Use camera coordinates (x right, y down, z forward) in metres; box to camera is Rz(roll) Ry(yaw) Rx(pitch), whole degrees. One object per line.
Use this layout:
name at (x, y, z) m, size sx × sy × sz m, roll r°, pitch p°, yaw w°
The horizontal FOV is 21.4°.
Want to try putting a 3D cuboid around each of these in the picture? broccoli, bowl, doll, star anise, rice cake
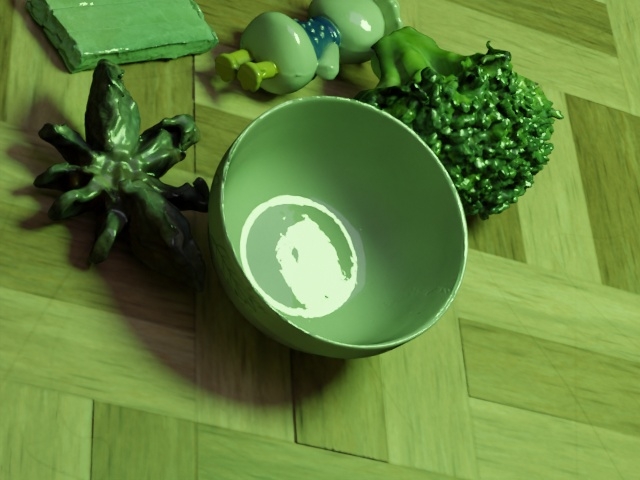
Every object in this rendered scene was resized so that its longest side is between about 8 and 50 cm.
broccoli at (0.133, -0.144, 2.019) m, size 0.288 × 0.248 × 0.245 m, roll 41°, pitch 7°, yaw -42°
bowl at (0.000, 0.000, 1.821) m, size 0.287 × 0.144 × 0.287 m, roll 10°, pitch 66°, yaw -24°
doll at (-0.004, -0.249, 2.086) m, size 0.138 × 0.119 × 0.293 m, roll 30°, pitch 43°, yaw 30°
star anise at (-0.203, -0.080, 1.813) m, size 0.198 × 0.110 × 0.257 m, roll 18°, pitch 53°, yaw -19°
rice cake at (-0.228, -0.259, 1.997) m, size 0.211 × 0.038 × 0.124 m, roll -19°, pitch 66°, yaw -42°
